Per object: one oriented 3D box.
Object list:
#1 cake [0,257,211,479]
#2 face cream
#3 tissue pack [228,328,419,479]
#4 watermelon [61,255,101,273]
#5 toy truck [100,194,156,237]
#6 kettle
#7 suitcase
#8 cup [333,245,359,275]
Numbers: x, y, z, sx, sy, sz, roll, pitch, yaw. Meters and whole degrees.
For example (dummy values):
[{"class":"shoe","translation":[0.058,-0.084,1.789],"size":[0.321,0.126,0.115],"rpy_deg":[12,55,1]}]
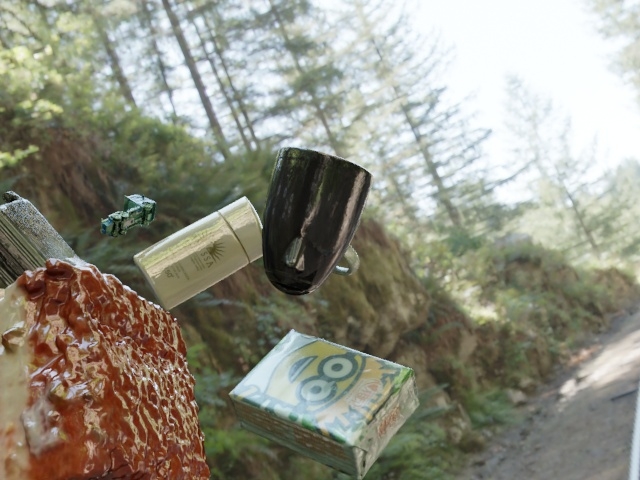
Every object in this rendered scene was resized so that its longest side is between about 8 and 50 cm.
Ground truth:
[{"class":"cake","translation":[-0.343,0.224,1.017],"size":[0.319,0.269,0.270],"rpy_deg":[-22,-31,10]},{"class":"face cream","translation":[-0.304,0.032,2.189],"size":[0.348,0.173,0.081],"rpy_deg":[-29,-11,-18]},{"class":"tissue pack","translation":[0.010,0.318,1.647],"size":[0.311,0.128,0.228],"rpy_deg":[13,41,35]},{"class":"watermelon","translation":[-0.502,0.189,1.695],"size":[0.264,0.302,0.151],"rpy_deg":[-57,-24,-3]},{"class":"toy truck","translation":[-0.519,-0.065,2.168],"size":[0.175,0.081,0.067],"rpy_deg":[-31,-36,-51]},{"class":"kettle","translation":[-0.021,-0.025,1.728],"size":[0.207,0.290,0.268],"rpy_deg":[15,-4,6]},{"class":"suitcase","translation":[-0.708,0.031,1.991],"size":[0.128,0.312,0.202],"rpy_deg":[-39,5,8]},{"class":"cup","translation":[0.000,0.000,2.206],"size":[0.186,0.258,0.234],"rpy_deg":[-28,-15,-33]}]
